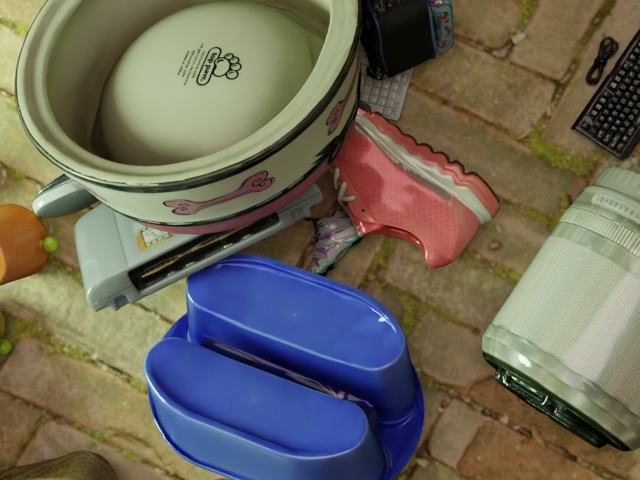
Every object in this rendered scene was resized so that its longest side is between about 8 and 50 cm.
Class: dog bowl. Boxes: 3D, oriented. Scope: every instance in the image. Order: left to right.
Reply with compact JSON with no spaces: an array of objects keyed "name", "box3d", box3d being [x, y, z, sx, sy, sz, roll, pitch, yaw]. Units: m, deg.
[{"name":"dog bowl","box3d":[-0.134,-0.185,1.648,0.407,0.150,0.408,-8,54,12]}]

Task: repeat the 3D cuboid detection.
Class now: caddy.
[{"name":"caddy","box3d":[-0.045,0.167,1.679,0.341,0.179,0.241,20,63,15]}]

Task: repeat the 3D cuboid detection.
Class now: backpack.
[{"name":"backpack","box3d":[0.079,-0.307,1.739,0.116,0.158,0.173,-22,65,-1]}]

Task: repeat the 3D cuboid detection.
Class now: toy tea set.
[{"name":"toy tea set","box3d":[-0.488,-0.008,1.808,0.336,0.124,0.200,36,117,7]}]

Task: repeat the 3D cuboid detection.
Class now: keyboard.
[{"name":"keyboard","box3d":[0.098,-0.280,1.808,0.072,0.014,0.256,15,83,9]},{"name":"keyboard","box3d":[0.379,-0.200,1.759,0.108,0.023,0.180,34,86,10]}]

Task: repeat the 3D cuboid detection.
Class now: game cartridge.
[{"name":"game cartridge","box3d":[-0.155,-0.034,1.718,0.297,0.062,0.198,-27,35,-1]}]

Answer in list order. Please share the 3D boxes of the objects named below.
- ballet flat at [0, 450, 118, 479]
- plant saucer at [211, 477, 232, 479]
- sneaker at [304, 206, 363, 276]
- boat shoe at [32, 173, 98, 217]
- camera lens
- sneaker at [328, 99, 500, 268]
[{"name":"ballet flat","box3d":[-0.404,0.338,1.688,0.342,0.124,0.116,-12,105,-7]},{"name":"plant saucer","box3d":[-0.116,0.331,1.744,0.083,0.013,0.084,-1,81,7]},{"name":"sneaker","box3d":[0.000,0.000,1.769,0.098,0.038,0.069,-43,78,-10]},{"name":"boat shoe","box3d":[-0.288,-0.098,1.795,0.183,0.065,0.083,-27,73,-17]},{"name":"camera lens","box3d":[0.332,0.083,1.622,0.219,0.219,0.274,33,87,10]},{"name":"sneaker","box3d":[0.056,-0.079,1.728,0.313,0.116,0.136,32,86,8]}]
